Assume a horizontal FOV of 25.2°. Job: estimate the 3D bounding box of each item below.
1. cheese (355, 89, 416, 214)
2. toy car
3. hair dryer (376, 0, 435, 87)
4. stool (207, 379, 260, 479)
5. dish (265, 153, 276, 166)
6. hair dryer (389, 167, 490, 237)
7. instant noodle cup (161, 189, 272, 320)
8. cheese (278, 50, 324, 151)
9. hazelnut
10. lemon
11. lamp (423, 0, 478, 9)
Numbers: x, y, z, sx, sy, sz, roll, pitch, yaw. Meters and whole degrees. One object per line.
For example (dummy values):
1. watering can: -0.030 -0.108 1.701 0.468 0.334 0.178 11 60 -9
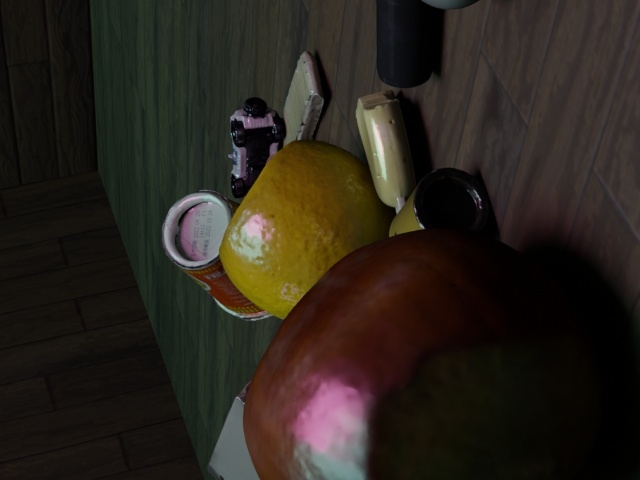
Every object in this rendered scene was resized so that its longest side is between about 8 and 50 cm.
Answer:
1. cheese: 0.095 -0.068 1.774 0.127 0.050 0.255 94 164 -73
2. toy car: -0.105 -0.148 2.275 0.070 0.080 0.170 -116 23 -51
3. hair dryer: 0.078 -0.292 1.725 0.255 0.070 0.128 -112 17 -54
4. stool: 0.051 0.258 1.675 0.269 0.244 0.170 46 142 20
5. dish: -0.008 -0.011 2.158 0.260 0.085 0.260 169 90 -72
6. hair dryer: 0.169 0.066 1.634 0.135 0.090 0.278 123 127 -67
7. instant noodle cup: -0.148 0.013 2.315 0.212 0.193 0.193 37 -150 -60
8. cheese: -0.043 -0.161 2.255 0.400 0.034 0.085 113 141 -63
9. hazelnut: 0.105 0.166 1.444 0.366 0.366 0.365 168 90 -74
10. lemon: 0.000 0.000 1.898 0.219 0.240 0.240 35 153 7
11. lamp: 0.131 -0.287 1.445 0.105 0.105 0.105 168 90 -74
